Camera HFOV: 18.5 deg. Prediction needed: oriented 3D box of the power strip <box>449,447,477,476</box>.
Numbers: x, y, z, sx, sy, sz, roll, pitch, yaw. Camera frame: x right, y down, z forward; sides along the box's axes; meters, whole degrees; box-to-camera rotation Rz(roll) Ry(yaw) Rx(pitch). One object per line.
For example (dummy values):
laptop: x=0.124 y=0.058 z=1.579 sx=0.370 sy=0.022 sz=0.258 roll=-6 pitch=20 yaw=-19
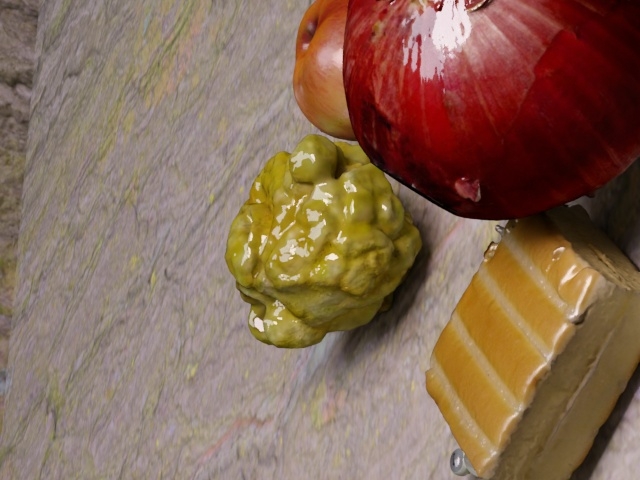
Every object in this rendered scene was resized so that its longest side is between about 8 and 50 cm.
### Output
power strip: x=0.173 y=0.226 z=2.056 sx=0.083 sy=0.035 sz=0.055 roll=-25 pitch=50 yaw=41

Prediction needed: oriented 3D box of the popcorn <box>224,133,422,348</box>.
popcorn: x=0.000 y=0.000 z=2.343 sx=0.250 sy=0.235 sz=0.242 roll=125 pitch=133 yaw=-74

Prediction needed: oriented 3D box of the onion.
onion: x=0.174 y=-0.172 z=1.912 sx=0.341 sy=0.341 sz=0.341 roll=-45 pitch=35 yaw=45

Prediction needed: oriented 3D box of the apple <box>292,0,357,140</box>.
apple: x=0.050 y=-0.225 z=2.467 sx=0.209 sy=0.164 sz=0.209 roll=-50 pitch=29 yaw=42

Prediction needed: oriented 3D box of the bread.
bread: x=0.215 y=0.095 z=1.951 sx=0.239 sy=0.111 sz=0.246 roll=-62 pitch=23 yaw=13
